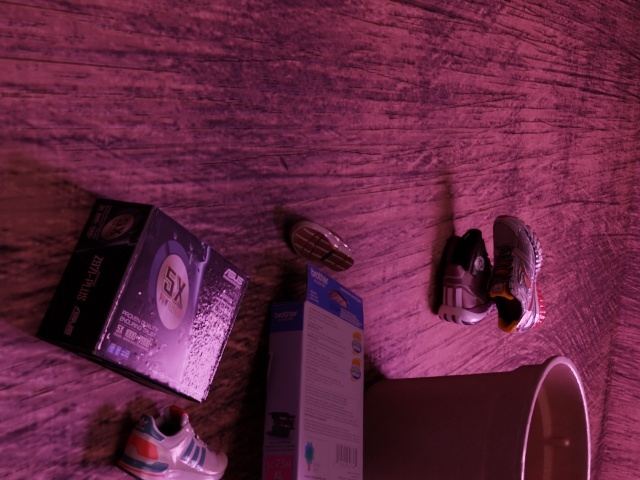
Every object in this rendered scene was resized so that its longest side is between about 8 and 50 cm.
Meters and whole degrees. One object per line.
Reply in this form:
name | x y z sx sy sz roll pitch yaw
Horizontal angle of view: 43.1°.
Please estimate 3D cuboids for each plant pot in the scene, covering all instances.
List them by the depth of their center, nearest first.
plant pot | 0.224 0.337 1.266 0.333 0.305 0.334 2 88 -56

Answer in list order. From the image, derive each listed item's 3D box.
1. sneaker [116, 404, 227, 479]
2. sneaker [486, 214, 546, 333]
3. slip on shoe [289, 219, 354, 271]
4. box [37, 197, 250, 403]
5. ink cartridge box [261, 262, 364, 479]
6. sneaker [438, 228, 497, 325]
sneaker | -0.150 0.223 0.895 0.161 0.057 0.075 21 85 -55
sneaker | 0.352 0.064 1.482 0.092 0.088 0.225 -17 99 -37
slip on shoe | 0.000 0.000 1.102 0.135 0.051 0.041 30 32 -48
box | -0.167 0.064 0.811 0.180 0.077 0.147 45 60 -53
ink cartridge box | -0.004 0.205 1.078 0.185 0.065 0.311 34 55 -56
sneaker | 0.319 0.048 1.567 0.281 0.106 0.163 -24 115 -53
